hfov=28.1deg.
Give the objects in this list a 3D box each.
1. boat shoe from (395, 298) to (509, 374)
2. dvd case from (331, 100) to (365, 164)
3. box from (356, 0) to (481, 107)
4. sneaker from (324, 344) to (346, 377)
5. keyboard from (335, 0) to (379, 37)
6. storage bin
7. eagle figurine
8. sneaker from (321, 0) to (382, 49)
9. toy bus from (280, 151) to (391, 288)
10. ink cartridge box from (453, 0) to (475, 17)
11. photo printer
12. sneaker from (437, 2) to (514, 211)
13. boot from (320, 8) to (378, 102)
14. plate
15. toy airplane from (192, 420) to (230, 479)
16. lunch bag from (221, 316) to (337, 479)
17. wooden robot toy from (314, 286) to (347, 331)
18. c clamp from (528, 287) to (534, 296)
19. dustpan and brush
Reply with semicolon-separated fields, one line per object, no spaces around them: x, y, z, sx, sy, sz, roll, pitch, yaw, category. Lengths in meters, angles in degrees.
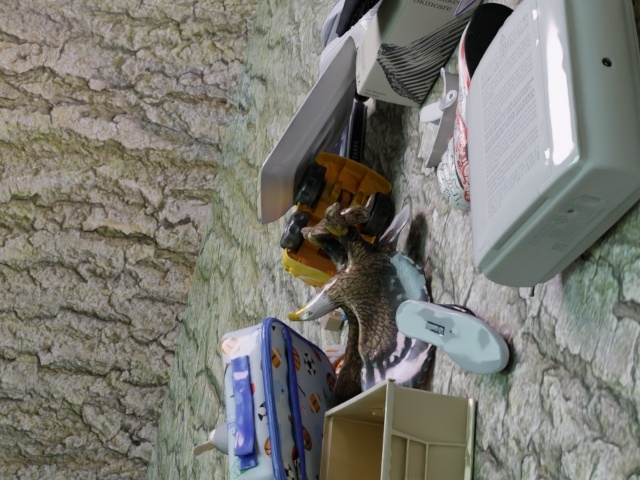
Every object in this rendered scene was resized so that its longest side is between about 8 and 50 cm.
0.184;0.115;1.600;0.183;0.083;0.065;25;106;47;boat shoe
0.036;-0.115;2.364;0.179;0.030;0.238;136;143;-66;dvd case
0.148;-0.329;1.937;0.275;0.113;0.094;118;158;-52;box
0.025;0.267;2.044;0.083;0.084;0.214;106;169;-58;sneaker
0.131;-0.447;1.930;0.317;0.033;0.201;-50;-13;-36;keyboard
0.089;0.338;1.665;0.262;0.123;0.260;137;142;-65;storage bin
0.064;0.099;1.888;0.298;0.225;0.226;65;-157;4;eagle figurine
0.080;-0.439;2.350;0.258;0.094;0.091;-53;11;50;sneaker
0.000;0.000;2.104;0.211;0.150;0.220;-51;17;55;toy bus
0.249;-0.468;1.599;0.176;0.069;0.371;-44;-18;-47;ink cartridge box
0.253;-0.137;1.411;0.256;0.107;0.307;125;152;-52;photo printer
0.204;-0.169;1.656;0.145;0.090;0.270;116;161;-57;sneaker
0.061;-0.299;2.276;0.258;0.095;0.123;128;145;-66;boot
-0.012;-0.171;2.134;0.277;0.045;0.278;-57;-8;-16;plate
-0.125;0.483;2.069;0.386;0.273;0.384;-99;25;-52;toy airplane
-0.052;0.276;1.865;0.243;0.115;0.303;44;-148;-54;lunch bag
0.021;0.080;2.185;0.173;0.079;0.076;116;159;-43;wooden robot toy
0.240;-0.017;1.547;0.160;0.022;0.137;-134;57;-73;c clamp
0.178;-0.186;1.819;0.211;0.060;0.147;171;109;-74;dustpan and brush
